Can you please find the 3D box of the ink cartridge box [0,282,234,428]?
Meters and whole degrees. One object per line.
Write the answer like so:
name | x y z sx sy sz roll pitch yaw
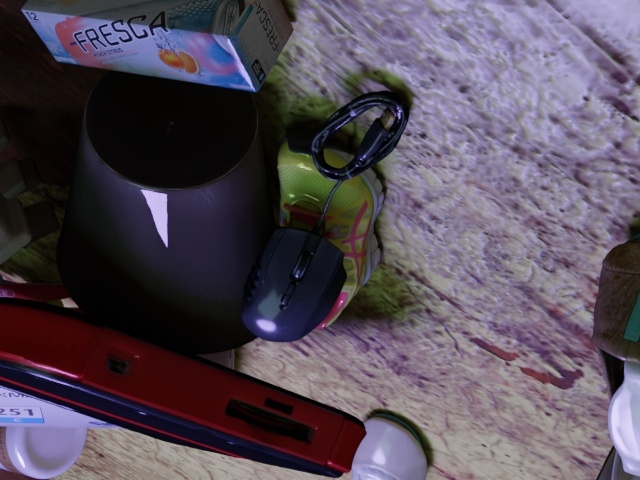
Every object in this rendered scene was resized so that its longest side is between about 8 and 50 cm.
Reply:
ink cartridge box | -0.238 0.127 1.445 0.296 0.066 0.261 1 154 -5

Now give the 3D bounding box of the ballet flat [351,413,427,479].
ballet flat | 0.070 0.276 1.535 0.086 0.086 0.248 20 152 15

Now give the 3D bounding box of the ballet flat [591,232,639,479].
ballet flat | 0.263 0.134 1.054 0.116 0.124 0.342 14 151 26

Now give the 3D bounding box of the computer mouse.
computer mouse | 0.001 -0.009 1.021 0.071 0.041 0.242 22 125 -4

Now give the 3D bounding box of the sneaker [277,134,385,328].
sneaker | 0.000 0.000 1.095 0.081 0.094 0.208 18 150 23

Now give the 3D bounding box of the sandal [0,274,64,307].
sandal | -0.451 0.083 1.535 0.317 0.126 0.138 -9 158 2

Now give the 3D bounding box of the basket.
basket | -0.119 -0.032 1.096 0.204 0.154 0.227 20 149 7

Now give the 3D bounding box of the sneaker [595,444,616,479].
sneaker | 0.325 0.320 1.326 0.146 0.122 0.330 20 153 19

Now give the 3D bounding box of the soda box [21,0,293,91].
soda box | -0.115 -0.154 0.963 0.183 0.063 0.058 11 150 30

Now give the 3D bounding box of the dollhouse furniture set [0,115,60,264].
dollhouse furniture set | -0.333 -0.064 1.114 0.262 0.135 0.259 60 179 -42

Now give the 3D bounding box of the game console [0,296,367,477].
game console | -0.185 0.128 1.242 0.386 0.060 0.342 26 164 -37

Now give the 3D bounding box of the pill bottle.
pill bottle | -0.440 0.243 1.896 0.229 0.131 0.131 6 146 37
